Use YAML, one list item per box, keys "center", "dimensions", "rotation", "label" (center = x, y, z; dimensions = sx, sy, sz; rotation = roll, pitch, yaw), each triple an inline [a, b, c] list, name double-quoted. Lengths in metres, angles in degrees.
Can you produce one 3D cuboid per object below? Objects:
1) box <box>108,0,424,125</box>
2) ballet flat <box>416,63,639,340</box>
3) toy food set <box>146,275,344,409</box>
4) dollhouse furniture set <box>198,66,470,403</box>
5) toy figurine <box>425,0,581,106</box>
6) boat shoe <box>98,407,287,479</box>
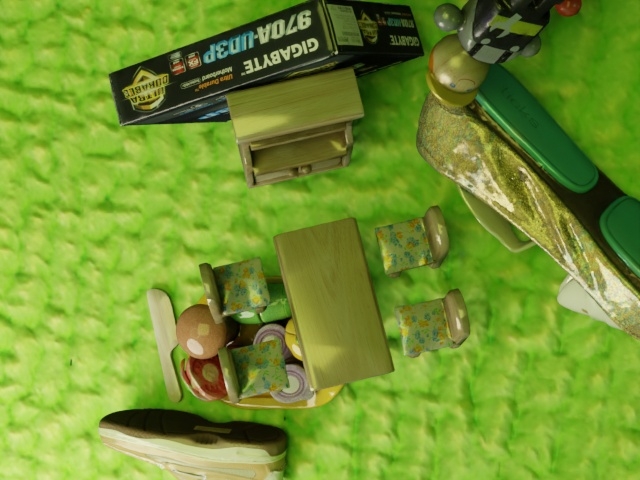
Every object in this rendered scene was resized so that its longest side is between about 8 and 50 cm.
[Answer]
- center: [-0.045, -0.152, 1.184]
  dimensions: [0.220, 0.175, 0.051]
  rotation: [-15, 89, 28]
  label: "box"
- center: [0.215, -0.008, 1.160]
  dimensions: [0.348, 0.123, 0.123]
  rotation: [45, 106, 11]
  label: "ballet flat"
- center: [-0.074, 0.100, 1.280]
  dimensions: [0.217, 0.071, 0.128]
  rotation: [-4, 92, 20]
  label: "toy food set"
- center: [0.000, 0.000, 1.162]
  dimensions: [0.212, 0.161, 0.242]
  rotation: [-13, 79, -4]
  label: "dollhouse furniture set"
- center: [0.112, -0.236, 1.105]
  dimensions: [0.213, 0.209, 0.148]
  rotation: [43, 135, -2]
  label: "toy figurine"
- center: [-0.126, 0.209, 1.311]
  dimensions: [0.190, 0.068, 0.072]
  rotation: [7, 107, 19]
  label: "boat shoe"
